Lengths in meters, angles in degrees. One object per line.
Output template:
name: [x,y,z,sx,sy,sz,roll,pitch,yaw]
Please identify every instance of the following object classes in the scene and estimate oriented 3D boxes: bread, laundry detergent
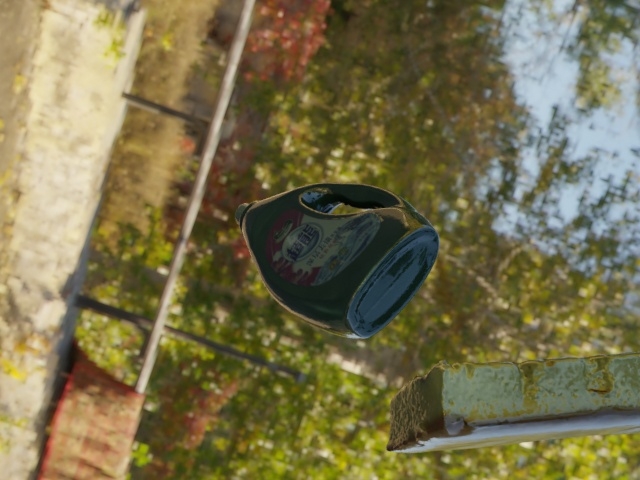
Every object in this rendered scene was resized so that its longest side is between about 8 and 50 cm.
bread: [0.253,0.160,1.109,0.138,0.361,0.077,129,-43,-65]
laundry detergent: [0.000,0.000,0.960,0.137,0.063,0.211,-49,-139,-12]
